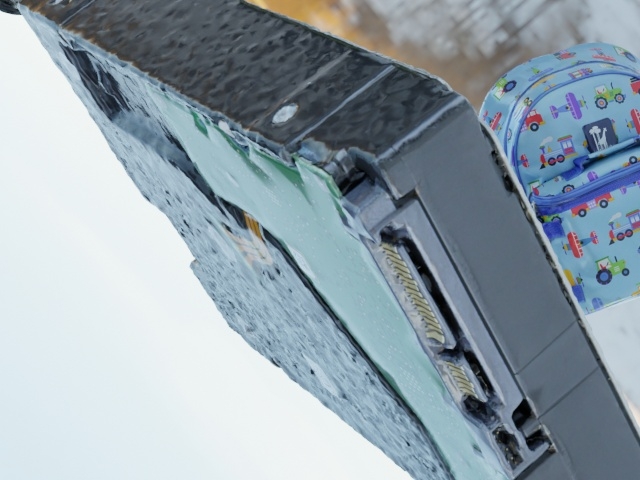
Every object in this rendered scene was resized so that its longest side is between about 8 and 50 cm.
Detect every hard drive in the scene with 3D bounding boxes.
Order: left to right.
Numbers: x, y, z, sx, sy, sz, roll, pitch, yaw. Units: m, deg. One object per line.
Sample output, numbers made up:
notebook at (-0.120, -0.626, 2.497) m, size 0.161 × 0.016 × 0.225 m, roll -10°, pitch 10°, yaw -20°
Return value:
hard drive at (0.000, 0.000, 0.686) m, size 0.339 × 0.064 × 0.237 m, roll 33°, pitch 158°, yaw 57°

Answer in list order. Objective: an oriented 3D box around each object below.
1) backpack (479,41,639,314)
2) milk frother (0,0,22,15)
backpack at (0.198, -0.051, 1.095) m, size 0.117 × 0.158 × 0.173 m, roll -136°, pitch 30°, yaw -79°
milk frother at (-0.186, -0.240, 1.174) m, size 0.129 × 0.143 × 0.134 m, roll 44°, pitch 150°, yaw 34°
